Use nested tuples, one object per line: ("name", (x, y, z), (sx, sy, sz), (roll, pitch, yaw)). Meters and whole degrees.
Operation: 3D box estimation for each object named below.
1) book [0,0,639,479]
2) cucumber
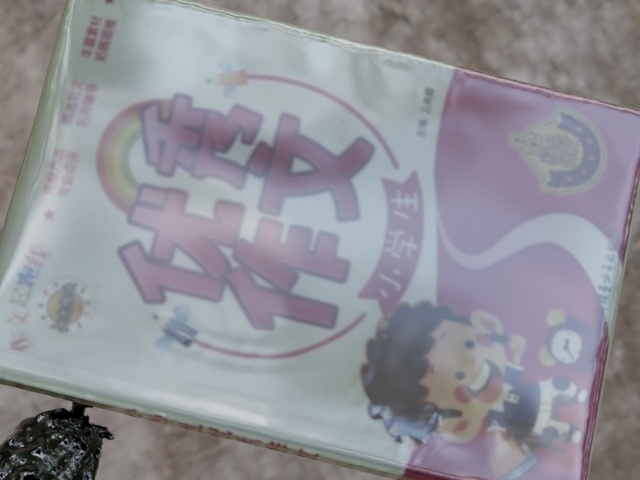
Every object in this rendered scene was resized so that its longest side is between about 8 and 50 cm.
("book", (0.000, 0.000, 0.714), (0.232, 0.022, 0.162), (14, 72, -2))
("cucumber", (-0.132, 0.115, 0.741), (0.053, 0.053, 0.181), (52, 32, -3))
